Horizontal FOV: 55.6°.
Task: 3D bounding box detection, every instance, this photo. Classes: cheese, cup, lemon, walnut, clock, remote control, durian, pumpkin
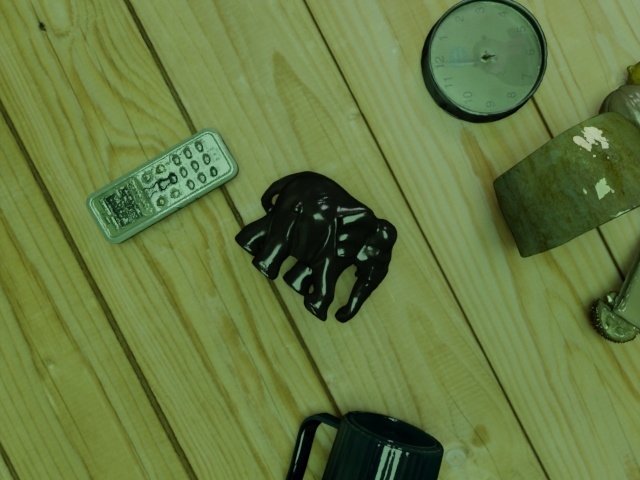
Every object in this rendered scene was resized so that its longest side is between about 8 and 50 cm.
[{"bbox_3d":[0.758,0.001,1.342,0.085,0.034,0.400,29,80,-3],"label":"cheese"},{"bbox_3d":[0.099,0.531,1.306,0.242,0.308,0.292,16,90,-32],"label":"cup"},{"bbox_3d":[0.729,-0.357,1.340,0.111,0.082,0.082,37,91,2],"label":"lemon"},{"bbox_3d":[0.683,-0.258,1.317,0.140,0.140,0.162,-30,80,1],"label":"walnut"},{"bbox_3d":[0.365,-0.405,1.354,0.281,0.055,0.280,0,91,0],"label":"clock"},{"bbox_3d":[-0.350,-0.121,1.355,0.335,0.065,0.128,-30,93,1],"label":"remote control"},{"bbox_3d":[0.657,0.179,1.355,0.140,0.071,0.110,32,77,-3],"label":"durian"},{"bbox_3d":[0.521,-0.120,1.228,0.332,0.332,0.199,-24,86,1],"label":"pumpkin"}]

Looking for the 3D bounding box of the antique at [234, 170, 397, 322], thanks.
[{"bbox_3d":[0.000,0.000,1.298,0.322,0.185,0.255,41,92,3],"label":"antique"}]
